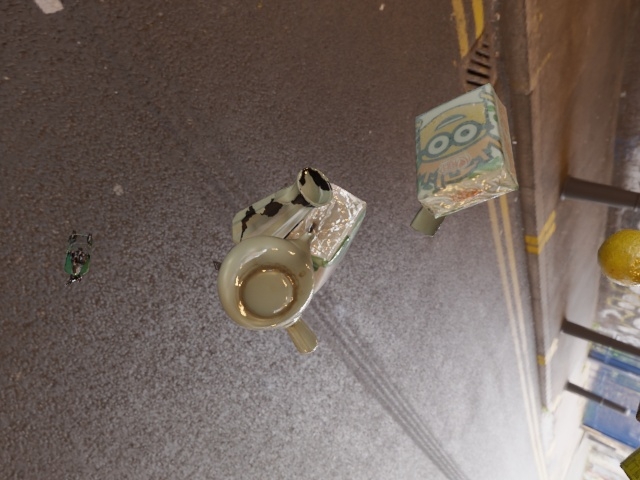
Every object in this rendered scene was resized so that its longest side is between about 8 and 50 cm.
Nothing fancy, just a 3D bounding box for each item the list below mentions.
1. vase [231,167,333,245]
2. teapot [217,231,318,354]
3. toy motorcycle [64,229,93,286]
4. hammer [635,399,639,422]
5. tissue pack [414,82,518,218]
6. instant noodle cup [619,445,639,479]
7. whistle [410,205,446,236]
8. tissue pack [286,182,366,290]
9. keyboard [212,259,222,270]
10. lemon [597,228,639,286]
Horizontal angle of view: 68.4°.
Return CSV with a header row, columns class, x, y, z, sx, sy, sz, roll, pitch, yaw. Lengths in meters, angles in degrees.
class,x,y,z,sx,sy,sz,roll,pitch,yaw
vase,-0.118,-0.074,1.351,0.165,0.360,0.165,19,58,-33
teapot,-0.109,0.135,1.033,0.220,0.149,0.318,-5,110,-10
toy motorcycle,-0.596,0.038,1.160,0.058,0.173,0.100,10,110,-28
hammer,1.007,0.393,1.425,0.440,0.044,0.168,-32,120,-44
tissue pack,0.368,-0.234,1.227,0.128,0.228,0.310,39,45,-37
instant noodle cup,0.730,0.488,0.960,0.153,0.205,0.205,-39,143,10
whistle,0.431,-0.168,1.668,0.163,0.163,0.289,-26,151,-43
tissue pack,0.001,0.001,1.653,0.266,0.194,0.356,-55,174,-25
keyboard,-0.276,0.113,1.638,0.067,0.202,0.011,91,16,-58
lemon,0.585,0.033,0.885,0.133,0.109,0.109,-81,177,-72
